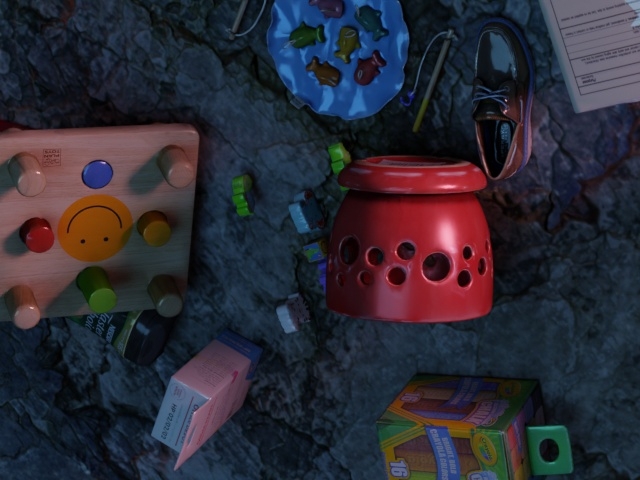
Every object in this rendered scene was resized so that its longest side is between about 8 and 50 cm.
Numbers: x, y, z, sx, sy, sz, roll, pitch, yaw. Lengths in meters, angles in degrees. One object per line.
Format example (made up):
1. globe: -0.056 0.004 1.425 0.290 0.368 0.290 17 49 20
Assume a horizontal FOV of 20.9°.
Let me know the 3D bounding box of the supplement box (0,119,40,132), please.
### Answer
1. supplement box: -0.451 -0.106 2.250 0.239 0.130 0.073 15 120 20

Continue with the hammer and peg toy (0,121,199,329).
1. hammer and peg toy: -0.329 -0.022 2.111 0.361 0.127 0.266 -3 119 -20

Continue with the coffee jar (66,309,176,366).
1. coffee jar: -0.278 0.083 2.278 0.184 0.079 0.096 31 130 12

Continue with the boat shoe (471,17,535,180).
1. boat shoe: 0.200 -0.153 1.921 0.066 0.066 0.183 1 114 26

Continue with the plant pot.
1. plant pot: 0.100 -0.004 1.959 0.191 0.191 0.174 5 101 26

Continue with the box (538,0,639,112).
1. box: 0.310 -0.268 1.772 0.148 0.127 0.232 -11 108 31

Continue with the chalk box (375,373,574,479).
1. chalk box: 0.194 0.249 2.074 0.213 0.132 0.132 1 114 28

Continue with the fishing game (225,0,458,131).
1. fishing game: 0.015 -0.226 2.003 0.264 0.041 0.189 31 121 12

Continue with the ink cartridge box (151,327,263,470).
1. ink cartridge box: -0.152 0.200 2.204 0.061 0.181 0.104 29 123 13

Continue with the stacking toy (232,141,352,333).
1. stacking toy: 0.000 0.000 2.114 0.167 0.052 0.221 -15 103 31
